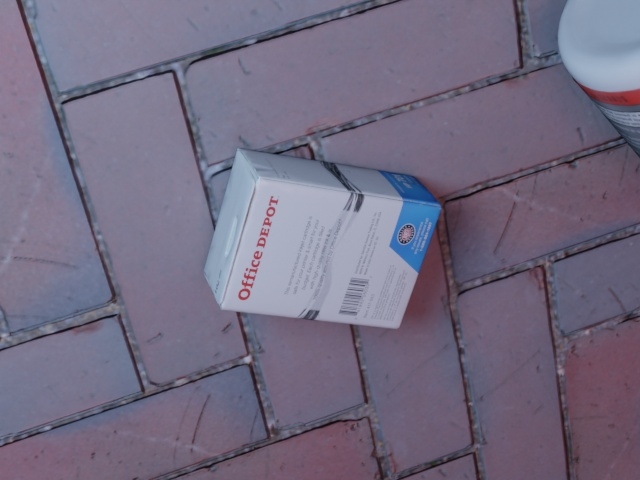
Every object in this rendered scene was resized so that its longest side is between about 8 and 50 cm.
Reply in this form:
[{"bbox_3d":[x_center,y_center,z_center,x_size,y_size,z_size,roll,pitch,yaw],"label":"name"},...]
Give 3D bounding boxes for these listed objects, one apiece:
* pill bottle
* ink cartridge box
[{"bbox_3d":[0.404,-0.125,1.226,0.210,0.210,0.363,-43,122,7],"label":"pill bottle"},{"bbox_3d":[0.000,0.000,1.227,0.190,0.082,0.140,9,114,-22],"label":"ink cartridge box"}]
